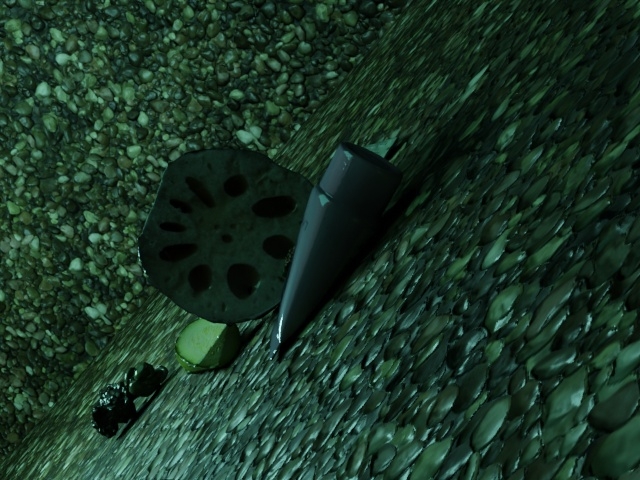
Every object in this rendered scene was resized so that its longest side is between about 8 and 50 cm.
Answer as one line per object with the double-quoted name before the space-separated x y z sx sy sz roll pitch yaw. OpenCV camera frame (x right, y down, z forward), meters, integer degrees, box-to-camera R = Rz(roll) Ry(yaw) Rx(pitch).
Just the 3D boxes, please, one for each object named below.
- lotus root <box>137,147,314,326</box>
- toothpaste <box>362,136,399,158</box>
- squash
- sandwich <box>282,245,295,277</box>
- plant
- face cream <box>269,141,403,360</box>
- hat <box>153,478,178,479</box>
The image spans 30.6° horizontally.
"lotus root" -0.134 0.001 1.683 0.272 0.272 0.192 -53 3 -14
"toothpaste" 0.079 -0.135 1.843 0.048 0.029 0.197 -55 12 -9
"squash" -0.187 0.165 1.777 0.200 0.075 0.090 145 136 -64
"sandwich" 0.002 -0.001 1.556 0.135 0.067 0.029 -58 29 22
"plant" -0.347 0.281 2.100 0.174 0.085 0.087 -46 49 6
"face cream" 0.002 0.014 1.477 0.274 0.096 0.154 -62 10 13
"hat" -0.203 0.323 1.186 0.175 0.085 0.147 -41 14 42
